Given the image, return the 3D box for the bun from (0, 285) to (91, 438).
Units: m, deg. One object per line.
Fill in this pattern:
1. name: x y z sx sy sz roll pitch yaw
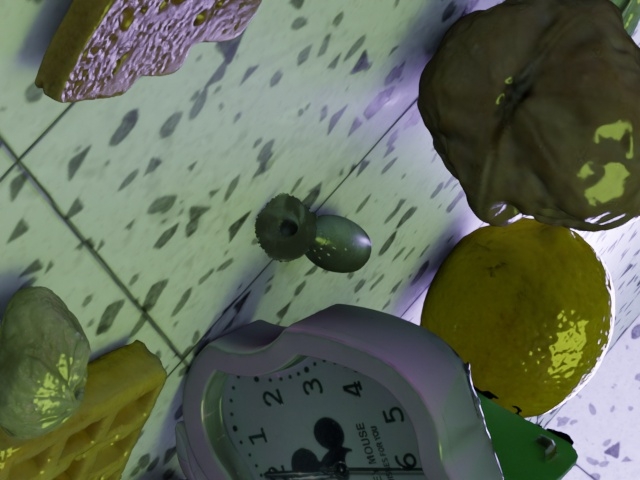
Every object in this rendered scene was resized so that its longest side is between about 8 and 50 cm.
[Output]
1. bun: -0.206 0.092 1.167 0.115 0.069 0.115 -170 -90 -82

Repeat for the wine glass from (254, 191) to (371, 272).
1. wine glass: 0.000 0.000 1.536 0.066 0.066 0.198 -54 160 6

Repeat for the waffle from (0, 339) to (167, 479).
1. waffle: -0.252 0.218 1.368 0.221 0.055 0.248 -25 148 -52

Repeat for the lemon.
1. lemon: 0.252 0.099 2.015 0.267 0.267 0.267 -44 159 -21

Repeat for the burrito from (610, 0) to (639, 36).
1. burrito: 0.328 -0.283 1.740 0.144 0.089 0.229 -52 167 -45

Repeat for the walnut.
1. walnut: 0.224 -0.122 1.532 0.273 0.273 0.227 15 78 -69

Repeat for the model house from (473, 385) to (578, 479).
1. model house: 0.058 0.311 1.777 0.242 0.357 0.313 -30 142 -52

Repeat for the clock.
1. clock: 0.015 0.228 1.556 0.102 0.338 0.338 -26 149 -56

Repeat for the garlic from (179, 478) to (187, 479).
1. garlic: -0.198 0.357 1.666 0.217 0.110 0.228 -49 161 4

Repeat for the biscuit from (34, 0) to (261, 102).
1. biscuit: -0.101 -0.173 1.039 0.238 0.041 0.212 -42 165 -25
